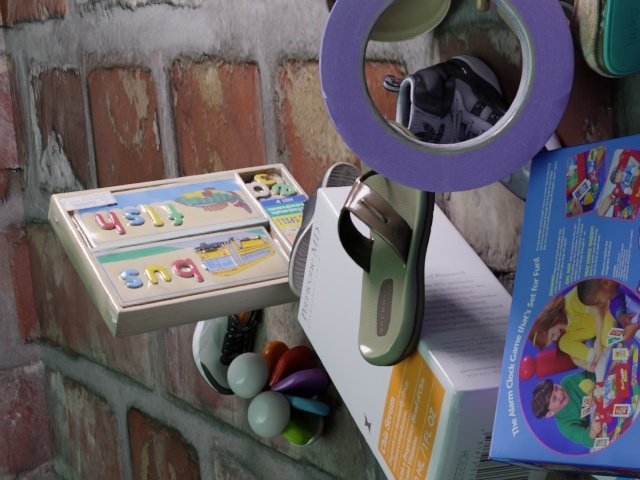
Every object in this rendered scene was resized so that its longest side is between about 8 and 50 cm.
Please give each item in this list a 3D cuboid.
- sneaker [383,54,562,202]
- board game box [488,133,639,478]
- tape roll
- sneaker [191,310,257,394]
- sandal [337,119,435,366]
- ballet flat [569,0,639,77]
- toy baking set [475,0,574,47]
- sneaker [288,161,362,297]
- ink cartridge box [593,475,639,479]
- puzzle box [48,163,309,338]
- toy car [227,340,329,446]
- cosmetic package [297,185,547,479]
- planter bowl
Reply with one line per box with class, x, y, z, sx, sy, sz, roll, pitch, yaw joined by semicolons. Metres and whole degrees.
sneaker;0.180;-0.122;1.573;0.268;0.153;0.101;56;142;35
board game box;0.304;0.067;1.337;0.233;0.078;0.347;-7;68;54
tape roll;0.137;-0.193;1.429;0.090;0.275;0.275;-62;-33;-81
sneaker;-0.163;0.153;2.298;0.108;0.100;0.271;23;118;49
sandal;0.068;-0.006;1.515;0.120;0.086;0.303;-28;55;54
ballet flat;0.310;-0.329;1.348;0.106;0.107;0.316;-123;36;-57
toy baking set;0.245;-0.316;1.527;0.197;0.030;0.256;38;130;49
sneaker;0.000;0.000;1.934;0.222;0.083;0.118;-68;11;-24
ink cartridge box;0.358;0.174;1.424;0.148;0.086;0.203;29;123;55
puzzle box;-0.175;0.005;1.963;0.272;0.409;0.052;53;140;37
toy car;-0.050;0.243;2.113;0.136;0.159;0.182;-41;56;14
cosmetic package;0.128;0.133;1.656;0.453;0.161;0.230;-123;35;-52
planter bowl;0.087;-0.352;1.682;0.162;0.162;0.109;123;155;-50
